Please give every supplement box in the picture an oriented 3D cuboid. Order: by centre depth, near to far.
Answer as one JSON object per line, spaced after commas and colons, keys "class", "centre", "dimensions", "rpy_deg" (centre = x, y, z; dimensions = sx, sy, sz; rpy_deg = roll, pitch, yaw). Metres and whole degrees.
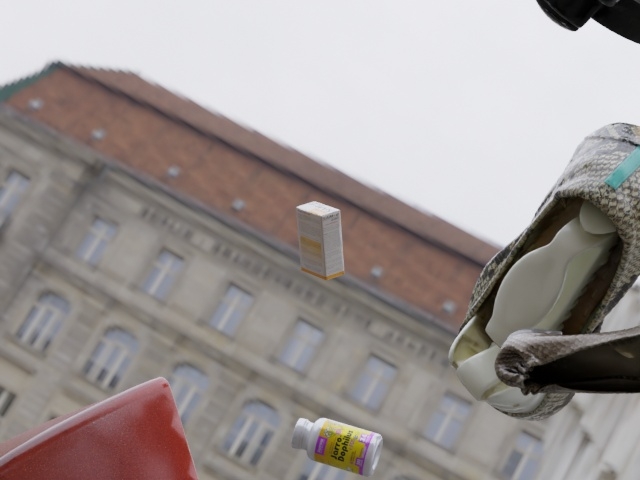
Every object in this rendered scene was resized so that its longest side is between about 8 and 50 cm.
{"class": "supplement box", "centre": [0.000, 0.000, 2.007], "dimensions": [0.062, 0.036, 0.098], "rpy_deg": [22, -58, 50]}

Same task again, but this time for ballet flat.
{"class": "ballet flat", "centre": [0.276, 0.111, 1.280], "dimensions": [0.250, 0.058, 0.084], "rpy_deg": [-4, -65, 26]}
{"class": "ballet flat", "centre": [0.231, 0.074, 1.524], "dimensions": [0.164, 0.182, 0.483], "rpy_deg": [40, -39, 16]}

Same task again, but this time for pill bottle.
{"class": "pill bottle", "centre": [0.016, 0.199, 1.370], "dimensions": [0.083, 0.043, 0.043], "rpy_deg": [14, -20, 14]}

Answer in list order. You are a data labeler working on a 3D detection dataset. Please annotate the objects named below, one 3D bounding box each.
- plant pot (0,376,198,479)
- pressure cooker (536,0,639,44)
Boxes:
{"class": "plant pot", "centre": [-0.313, 0.344, 1.718], "dimensions": [0.236, 0.267, 0.267], "rpy_deg": [-12, -9, -44]}
{"class": "pressure cooker", "centre": [0.446, -0.458, 1.831], "dimensions": [0.370, 0.375, 0.420], "rpy_deg": [7, -41, -34]}
